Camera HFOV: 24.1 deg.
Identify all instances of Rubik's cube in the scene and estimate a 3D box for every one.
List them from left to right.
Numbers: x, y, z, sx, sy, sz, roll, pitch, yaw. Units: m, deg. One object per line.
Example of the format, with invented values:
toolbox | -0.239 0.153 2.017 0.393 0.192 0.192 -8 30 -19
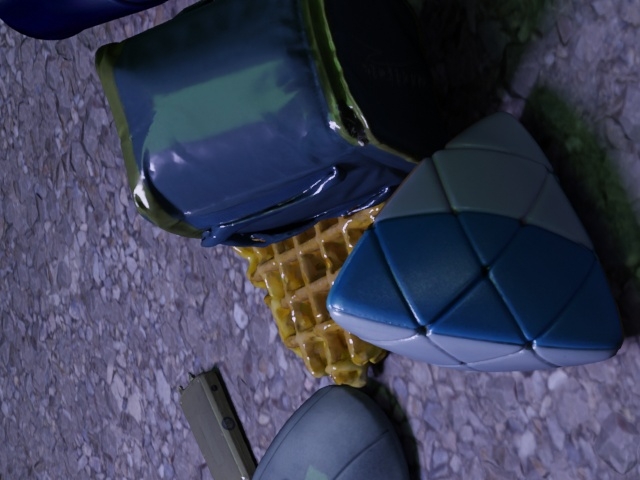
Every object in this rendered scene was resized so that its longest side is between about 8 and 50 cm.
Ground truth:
Rubik's cube | 0.165 0.011 1.276 0.254 0.254 0.254 17 111 53

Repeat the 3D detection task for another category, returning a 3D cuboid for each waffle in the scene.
waffle | -0.006 -0.006 1.570 0.329 0.062 0.329 18 112 52

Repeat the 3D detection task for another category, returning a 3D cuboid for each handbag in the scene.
handbag | -0.038 -0.123 1.359 0.241 0.263 0.222 -19 75 21

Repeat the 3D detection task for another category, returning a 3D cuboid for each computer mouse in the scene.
computer mouse | -0.012 0.326 1.609 0.188 0.122 0.370 43 134 44

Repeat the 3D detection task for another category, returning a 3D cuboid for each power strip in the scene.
power strip | -0.126 0.233 1.829 0.076 0.028 0.169 -51 58 48

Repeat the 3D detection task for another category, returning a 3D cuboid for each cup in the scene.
cup | -0.283 -0.384 1.792 0.256 0.178 0.254 -3 96 54
